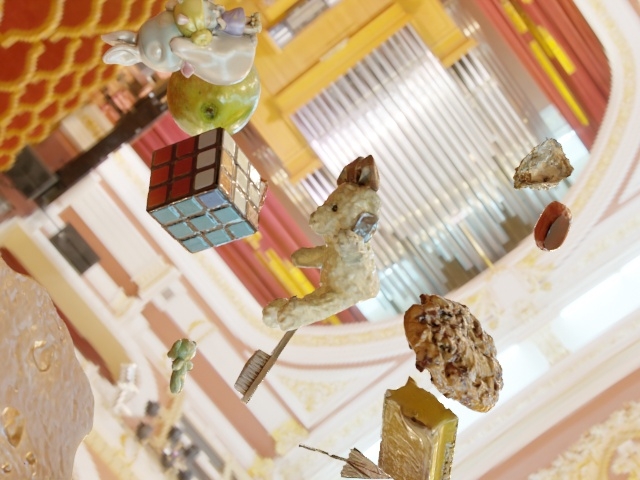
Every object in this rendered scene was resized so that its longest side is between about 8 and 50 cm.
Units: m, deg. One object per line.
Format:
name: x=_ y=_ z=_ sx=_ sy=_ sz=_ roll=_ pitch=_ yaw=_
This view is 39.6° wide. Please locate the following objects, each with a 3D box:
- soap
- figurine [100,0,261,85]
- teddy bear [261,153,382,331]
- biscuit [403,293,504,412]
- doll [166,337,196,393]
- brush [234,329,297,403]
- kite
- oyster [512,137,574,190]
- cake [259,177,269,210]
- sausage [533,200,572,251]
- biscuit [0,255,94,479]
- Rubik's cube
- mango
soap: x=0.175 y=0.374 z=1.630 sx=0.076 sy=0.233 sz=0.135 roll=-27 pitch=-134 yaw=-28
figurine: x=-0.229 y=-0.333 z=1.457 sx=0.235 sy=0.127 sz=0.155 roll=3 pitch=162 yaw=-27
teddy bear: x=0.000 y=0.000 z=2.240 sx=0.375 sy=0.362 sz=0.327 roll=-16 pitch=-177 yaw=-21
biscuit: x=0.327 y=0.254 z=2.094 sx=0.081 sy=0.334 sz=0.290 roll=-34 pitch=-130 yaw=32
doll: x=-0.383 y=0.336 z=2.385 sx=0.077 sy=0.151 sz=0.115 roll=6 pitch=171 yaw=18
brush: x=-0.124 y=0.276 z=2.322 sx=0.327 sy=0.065 sz=0.070 roll=-54 pitch=179 yaw=-7
kite: x=0.064 y=0.543 z=2.185 sx=0.229 sy=0.250 sz=0.012 roll=-31 pitch=141 yaw=-82
oyster: x=0.501 y=-0.160 z=2.019 sx=0.177 sy=0.105 sz=0.056 roll=-42 pitch=-166 yaw=-26
cake: x=-0.264 y=-0.175 z=2.366 sx=0.159 sy=0.262 sz=0.158 roll=-39 pitch=160 yaw=31
sausage: x=0.419 y=-0.025 z=1.603 sx=0.054 sy=0.059 sz=0.094 roll=-106 pitch=-150 yaw=-60
biscuit: x=-0.438 y=0.212 z=1.190 sx=0.062 sy=0.385 sz=0.365 roll=-9 pitch=-145 yaw=14
Rubik's cube: x=-0.220 y=-0.095 z=1.701 sx=0.160 sy=0.162 sz=0.163 roll=-17 pitch=-132 yaw=20
mango: x=-0.246 y=-0.343 z=2.030 sx=0.382 sy=0.201 sz=0.225 roll=-127 pitch=-126 yaw=-76
